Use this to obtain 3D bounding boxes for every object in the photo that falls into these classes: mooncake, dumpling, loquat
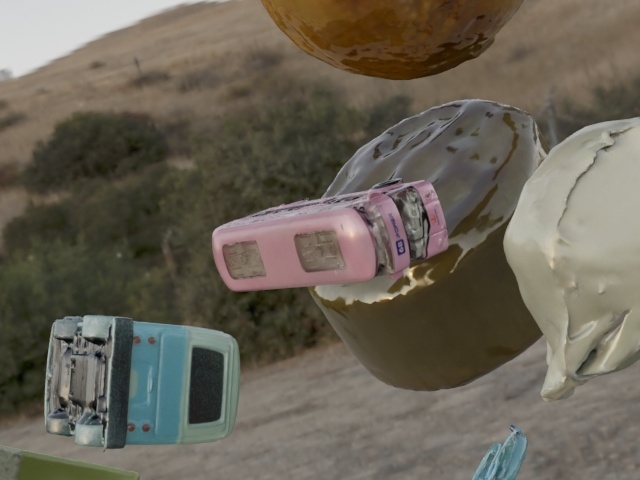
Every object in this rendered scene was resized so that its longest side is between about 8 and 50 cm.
[{"bbox_3d":[0.114,-0.006,1.075,0.284,0.155,0.284,-31,29,19],"label":"mooncake"},{"bbox_3d":[0.151,-0.002,0.575,0.108,0.188,0.127,24,-8,1],"label":"dumpling"},{"bbox_3d":[0.053,-0.231,0.809,0.238,0.238,0.193,-15,33,31],"label":"loquat"}]

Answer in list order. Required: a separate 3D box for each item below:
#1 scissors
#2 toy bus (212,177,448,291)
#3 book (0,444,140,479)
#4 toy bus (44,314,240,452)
[{"bbox_3d":[0.200,0.446,1.592,0.393,0.032,0.180,-59,-3,-12],"label":"scissors"},{"bbox_3d":[0.000,0.000,0.829,0.090,0.063,0.203,-22,9,-40],"label":"toy bus"},{"bbox_3d":[-0.442,0.407,1.517,0.352,0.239,0.035,15,-17,-19],"label":"book"},{"bbox_3d":[-0.196,0.150,1.173,0.165,0.133,0.271,6,-7,-26],"label":"toy bus"}]
